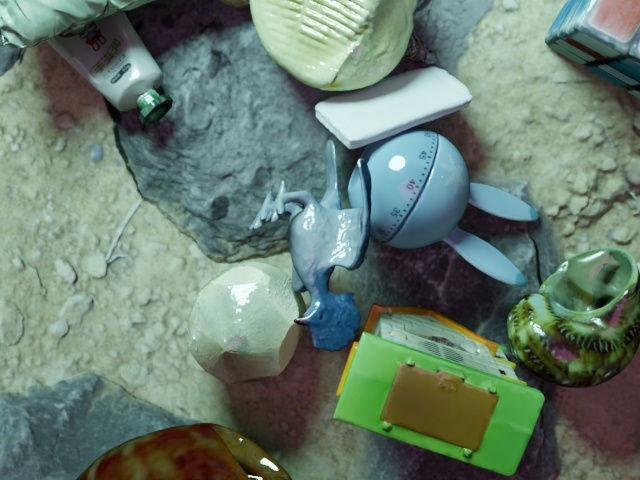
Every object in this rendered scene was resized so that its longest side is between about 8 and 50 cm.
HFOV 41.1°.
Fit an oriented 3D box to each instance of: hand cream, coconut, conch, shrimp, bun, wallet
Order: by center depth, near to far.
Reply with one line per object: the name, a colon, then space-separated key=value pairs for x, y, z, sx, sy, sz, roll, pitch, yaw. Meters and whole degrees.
bun: x=0.025 y=-0.306 z=1.093 sx=0.229 sy=0.145 sz=0.229 roll=13 pitch=115 yaw=29
wallet: x=0.093 y=-0.173 z=1.098 sx=0.182 sy=0.124 sz=0.032 roll=-21 pitch=127 yaw=-15
conch: x=0.334 y=0.109 z=1.129 sx=0.181 sy=0.187 sz=0.124 roll=-3 pitch=138 yaw=28
coconut: x=-0.099 y=0.110 z=1.146 sx=0.161 sy=0.162 sz=0.161 roll=1 pitch=98 yaw=5
shrimp: x=0.115 y=-0.262 z=1.146 sx=0.038 sy=0.029 sz=0.092 roll=-45 pitch=83 yaw=15
hand cream: x=-0.328 y=-0.298 z=1.172 sx=0.121 sy=0.076 sz=0.336 roll=-41 pitch=85 yaw=7

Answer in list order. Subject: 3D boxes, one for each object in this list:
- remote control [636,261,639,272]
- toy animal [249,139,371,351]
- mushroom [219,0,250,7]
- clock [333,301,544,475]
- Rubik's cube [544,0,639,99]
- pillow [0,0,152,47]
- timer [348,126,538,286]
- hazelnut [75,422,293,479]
remote control: x=0.484 y=0.097 z=1.037 sx=0.055 sy=0.277 sz=0.103 roll=-2 pitch=98 yaw=-19
toy animal: x=0.000 y=0.000 z=1.079 sx=0.176 sy=0.239 sz=0.255 roll=34 pitch=65 yaw=-19
mushroom: x=-0.081 y=-0.414 z=1.112 sx=0.116 sy=0.093 sz=0.225 roll=36 pitch=96 yaw=-16
clock: x=0.140 y=0.167 z=1.083 sx=0.219 sy=0.255 sz=0.106 roll=19 pitch=100 yaw=0
Rubik's cube: x=0.446 y=-0.290 z=0.994 sx=0.253 sy=0.256 sz=0.259 roll=31 pitch=100 yaw=1
pillow: x=-0.304 y=-0.400 z=1.087 sx=0.310 sy=0.138 sz=0.283 roll=-26 pitch=81 yaw=-7
timer: x=0.148 y=-0.042 z=1.128 sx=0.255 sy=0.175 sz=0.175 roll=38 pitch=101 yaw=-30
hazelnut: x=-0.185 y=0.462 z=1.112 sx=0.429 sy=0.402 sz=0.402 roll=-40 pitch=92 yaw=13
